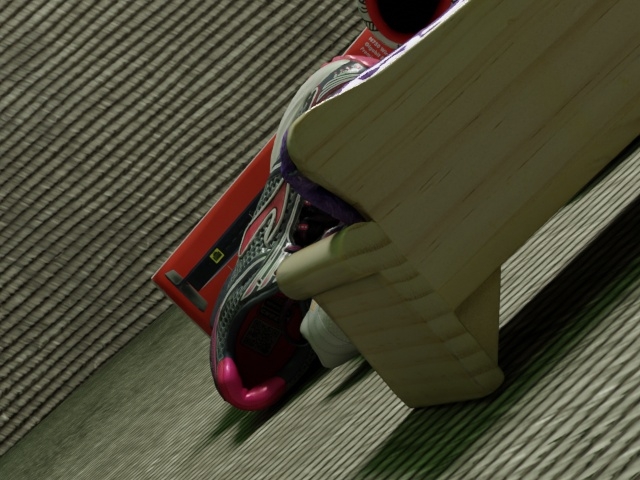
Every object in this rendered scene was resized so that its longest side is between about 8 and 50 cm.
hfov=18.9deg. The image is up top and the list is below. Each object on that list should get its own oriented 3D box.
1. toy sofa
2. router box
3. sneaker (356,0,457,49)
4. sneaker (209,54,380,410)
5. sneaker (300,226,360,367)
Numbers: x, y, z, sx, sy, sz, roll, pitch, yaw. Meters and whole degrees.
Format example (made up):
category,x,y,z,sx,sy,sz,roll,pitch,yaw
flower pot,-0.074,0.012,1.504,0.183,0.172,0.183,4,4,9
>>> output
category,x,y,z,sx,sy,sz,roll,pitch,yaw
toy sofa,0.134,-0.084,1.093,0.362,0.177,0.150,-43,4,-15
router box,0.023,-0.063,1.725,0.301,0.082,0.335,-48,-8,15
sneaker,0.081,-0.272,1.431,0.145,0.090,0.270,-72,-9,-75
sneaker,0.000,0.000,1.510,0.112,0.121,0.299,-83,14,-74
sneaker,0.054,0.003,1.443,0.121,0.099,0.262,-46,-1,34
